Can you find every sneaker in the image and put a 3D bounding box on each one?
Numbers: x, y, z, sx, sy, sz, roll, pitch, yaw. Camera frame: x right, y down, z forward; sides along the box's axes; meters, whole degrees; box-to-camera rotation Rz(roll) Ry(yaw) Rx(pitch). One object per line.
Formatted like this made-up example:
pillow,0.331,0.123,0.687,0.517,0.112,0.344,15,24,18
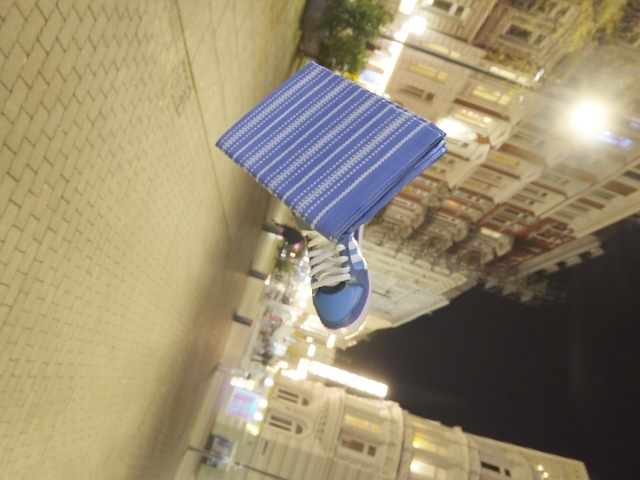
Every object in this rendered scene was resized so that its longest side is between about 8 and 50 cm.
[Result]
sneaker,0.000,0.000,1.098,0.236,0.130,0.323,50,35,-47

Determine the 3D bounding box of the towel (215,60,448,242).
towel,0.007,-0.154,0.905,0.243,0.336,0.040,-42,142,-10
